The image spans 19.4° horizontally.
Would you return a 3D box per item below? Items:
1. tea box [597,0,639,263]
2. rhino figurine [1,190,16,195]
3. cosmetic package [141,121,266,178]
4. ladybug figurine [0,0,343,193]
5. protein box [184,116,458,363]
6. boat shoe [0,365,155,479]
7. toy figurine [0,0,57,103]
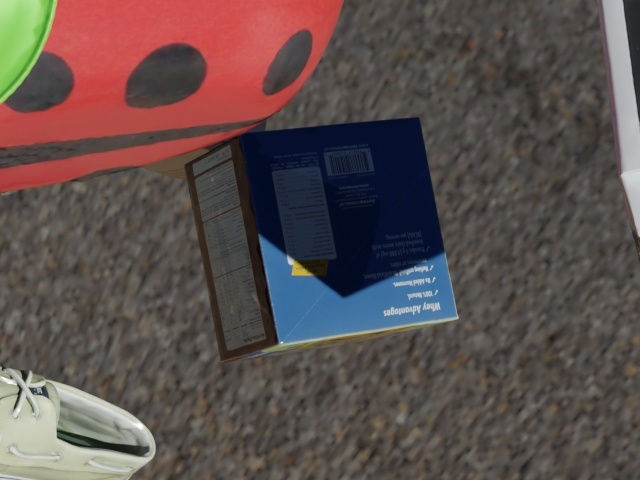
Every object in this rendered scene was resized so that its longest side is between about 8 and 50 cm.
[{"bbox_3d":[0.321,-0.122,1.339,0.220,0.323,0.329,-8,61,12],"label":"tea box"},{"bbox_3d":[-0.345,-0.113,1.732,0.106,0.073,0.243,-26,104,-54],"label":"rhino figurine"},{"bbox_3d":[-0.220,-0.159,1.970,0.309,0.160,0.113,15,76,-37],"label":"cosmetic package"},{"bbox_3d":[-0.170,-0.129,1.131,0.449,0.305,0.162,-11,77,-22],"label":"ladybug figurine"},{"bbox_3d":[0.000,0.000,1.808,0.199,0.136,0.201,-7,83,-28],"label":"protein box"},{"bbox_3d":[-0.252,0.140,1.499,0.302,0.094,0.109,29,32,-53],"label":"boat shoe"},{"bbox_3d":[-0.212,-0.091,0.760,0.173,0.159,0.130,-49,116,-21],"label":"toy figurine"}]
